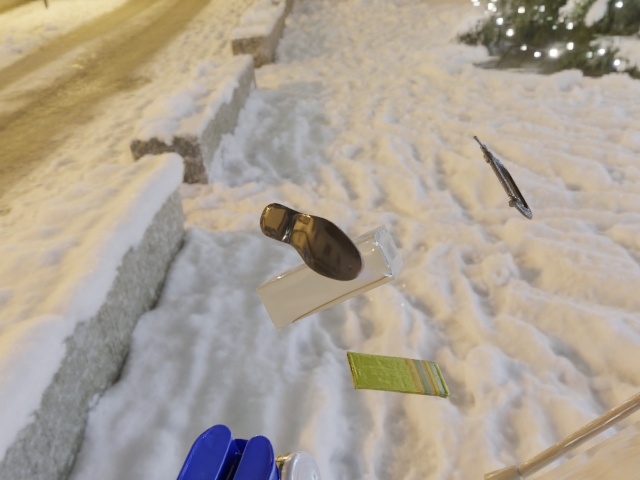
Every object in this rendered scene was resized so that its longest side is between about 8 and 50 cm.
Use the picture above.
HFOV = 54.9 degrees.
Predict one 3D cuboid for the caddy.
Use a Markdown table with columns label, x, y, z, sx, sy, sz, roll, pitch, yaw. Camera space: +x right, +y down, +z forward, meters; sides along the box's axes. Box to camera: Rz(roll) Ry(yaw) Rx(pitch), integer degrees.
| label | x | y | z | sx | sy | sz | roll | pitch | yaw |
| --- | --- | --- | --- | --- | --- | --- | --- | --- | --- |
| caddy | -0.239 | 0.638 | 1.549 | 0.241 | 0.179 | 0.341 | 12 | 44 | 10 |

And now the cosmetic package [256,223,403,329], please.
| label | x | y | z | sx | sy | sz | roll | pitch | yaw |
| --- | --- | --- | --- | --- | --- | --- | --- | --- | --- |
| cosmetic package | 0.025 | 0.083 | 1.439 | 0.309 | 0.113 | 0.160 | -26 | 3 | 19 |

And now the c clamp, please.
| label | x | y | z | sx | sy | sz | roll | pitch | yaw |
| --- | --- | --- | --- | --- | --- | --- | --- | --- | --- |
| c clamp | 0.337 | -0.109 | 1.133 | 0.022 | 0.161 | 0.137 | -34 | -23 | 24 |

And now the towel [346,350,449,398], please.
| label | x | y | z | sx | sy | sz | roll | pitch | yaw |
| --- | --- | --- | --- | --- | --- | --- | --- | --- | --- |
| towel | 0.174 | 0.304 | 1.393 | 0.237 | 0.021 | 0.102 | 11 | 35 | -21 |

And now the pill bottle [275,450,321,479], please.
| label | x | y | z | sx | sy | sz | roll | pitch | yaw |
| --- | --- | --- | --- | --- | --- | --- | --- | --- | --- |
| pill bottle | -0.177 | 0.757 | 1.874 | 0.333 | 0.188 | 0.188 | -19 | 18 | 26 |

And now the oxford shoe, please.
| label | x | y | z | sx | sy | sz | roll | pitch | yaw |
| --- | --- | --- | --- | --- | --- | --- | --- | --- | --- |
| oxford shoe | 0.000 | 0.000 | 0.941 | 0.076 | 0.076 | 0.212 | 17 | 13 | -48 |

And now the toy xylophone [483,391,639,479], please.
| label | x | y | z | sx | sy | sz | roll | pitch | yaw |
| --- | --- | --- | --- | --- | --- | --- | --- | --- | --- |
| toy xylophone | 0.203 | 0.182 | 0.410 | 0.322 | 0.081 | 0.236 | -37 | -13 | 21 |
